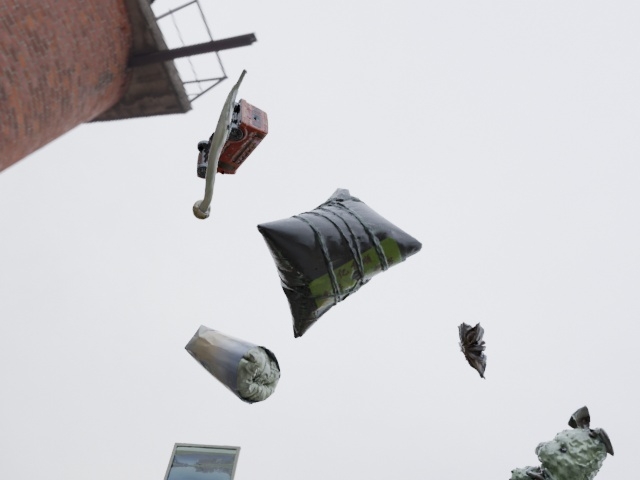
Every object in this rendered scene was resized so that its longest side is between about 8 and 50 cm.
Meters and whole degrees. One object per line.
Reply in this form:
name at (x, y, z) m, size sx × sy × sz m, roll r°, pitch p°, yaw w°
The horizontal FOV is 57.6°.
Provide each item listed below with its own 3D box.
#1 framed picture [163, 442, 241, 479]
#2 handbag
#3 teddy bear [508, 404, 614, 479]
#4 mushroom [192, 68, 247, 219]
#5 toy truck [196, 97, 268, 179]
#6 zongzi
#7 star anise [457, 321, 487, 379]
framed picture at (-0.249, 0.479, 1.222) m, size 0.149 × 0.109 × 0.011 m, roll 1°, pitch -49°, yaw 6°
handbag at (-0.148, 0.218, 1.016) m, size 0.173 × 0.095 × 0.117 m, roll 11°, pitch -28°, yaw 43°
teddy bear at (0.298, 0.325, 0.750) m, size 0.213 × 0.133 × 0.111 m, roll -39°, pitch -91°, yaw 3°
mushroom at (-0.191, -0.169, 1.090) m, size 0.043 × 0.068 × 0.306 m, roll 8°, pitch -61°, yaw -25°
toy truck at (-0.249, -0.264, 1.605) m, size 0.114 × 0.107 × 0.253 m, roll 18°, pitch -42°, yaw -32°
zongzi at (0.000, 0.000, 1.379) m, size 0.319 × 0.383 × 0.362 m, roll 30°, pitch -21°, yaw 38°
star anise at (0.332, 0.221, 1.258) m, size 0.056 × 0.124 × 0.129 m, roll -14°, pitch -51°, yaw -9°
